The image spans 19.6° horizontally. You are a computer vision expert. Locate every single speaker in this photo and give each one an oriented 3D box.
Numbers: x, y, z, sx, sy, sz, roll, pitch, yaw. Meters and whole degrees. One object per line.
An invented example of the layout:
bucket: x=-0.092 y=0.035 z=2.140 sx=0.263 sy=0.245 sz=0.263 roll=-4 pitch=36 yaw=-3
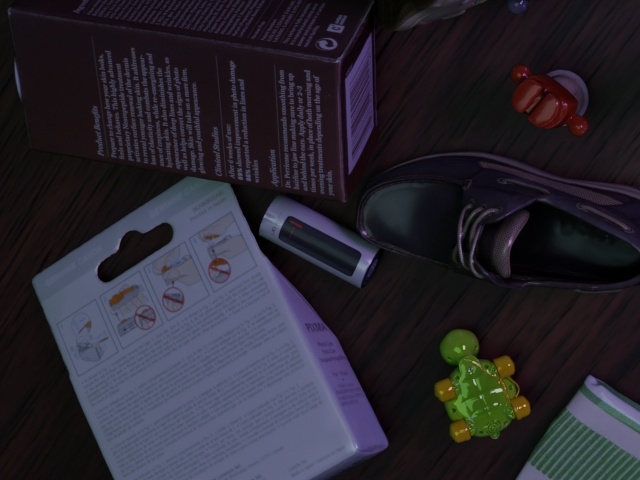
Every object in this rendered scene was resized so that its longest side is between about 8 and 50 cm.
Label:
speaker: x=0.000 y=0.000 z=2.088 sx=0.136 sy=0.055 sz=0.055 roll=28 pitch=110 yaw=11

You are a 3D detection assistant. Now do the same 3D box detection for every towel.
towel: x=0.319 y=0.339 z=2.074 sx=0.248 sy=0.038 sz=0.325 roll=32 pitch=112 yaw=10

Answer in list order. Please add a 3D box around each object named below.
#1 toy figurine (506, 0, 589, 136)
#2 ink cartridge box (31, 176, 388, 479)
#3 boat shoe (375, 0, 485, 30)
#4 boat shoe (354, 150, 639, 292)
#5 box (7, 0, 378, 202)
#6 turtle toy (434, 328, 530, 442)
toy figurine: x=0.296 y=-0.216 z=1.898 sx=0.213 sy=0.148 sz=0.209 roll=-6 pitch=95 yaw=21
ink cartridge box: x=-0.138 y=0.144 z=2.172 sx=0.308 sy=0.091 sz=0.385 roll=-32 pitch=75 yaw=23
boat shoe: x=0.125 y=-0.273 z=1.883 sx=0.098 sy=0.302 sz=0.109 roll=-4 pitch=92 yaw=-14
boat shoe: x=0.201 y=-0.018 z=1.976 sx=0.355 sy=0.130 sz=0.132 roll=4 pitch=104 yaw=17
box: x=-0.134 y=-0.178 z=2.017 sx=0.381 sy=0.143 sz=0.191 roll=10 pitch=130 yaw=14
turtle toy: x=0.172 y=0.160 z=2.061 sx=0.095 sy=0.066 sz=0.130 roll=-21 pitch=93 yaw=-2
